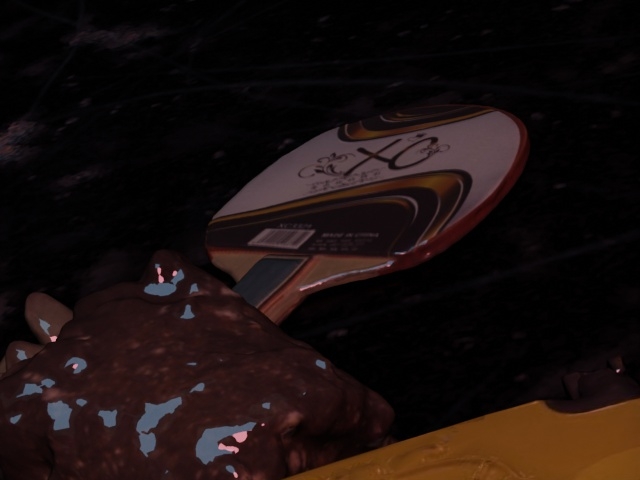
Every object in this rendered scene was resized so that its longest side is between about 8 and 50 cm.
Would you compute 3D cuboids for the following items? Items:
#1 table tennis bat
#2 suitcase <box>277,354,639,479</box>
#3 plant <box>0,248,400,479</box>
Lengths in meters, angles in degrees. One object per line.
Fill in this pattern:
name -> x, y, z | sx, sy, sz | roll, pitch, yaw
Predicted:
table tennis bat -> 0.000, 0.000, 0.965 | 0.173, 0.022, 0.301 | 2, 32, 36
suitcase -> 0.046, 0.155, 0.509 | 0.193, 0.143, 0.235 | -18, 26, 1
plant -> -0.066, 0.085, 0.726 | 0.194, 0.132, 0.129 | 14, 39, 40
